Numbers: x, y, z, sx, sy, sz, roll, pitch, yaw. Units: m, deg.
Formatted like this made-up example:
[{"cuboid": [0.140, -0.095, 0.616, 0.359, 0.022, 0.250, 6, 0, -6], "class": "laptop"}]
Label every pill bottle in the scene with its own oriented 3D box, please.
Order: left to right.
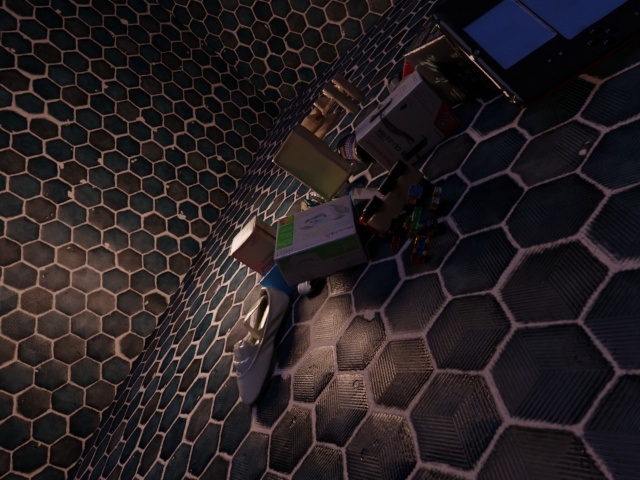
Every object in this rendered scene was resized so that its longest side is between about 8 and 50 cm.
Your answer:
[{"cuboid": [0.150, -0.372, 1.657, 0.122, 0.123, 0.219, -55, 23, -4], "class": "pill bottle"}]

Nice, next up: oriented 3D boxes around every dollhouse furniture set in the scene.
[{"cuboid": [0.025, -0.370, 1.589, 0.362, 0.257, 0.394, -47, 11, 39], "class": "dollhouse furniture set"}]

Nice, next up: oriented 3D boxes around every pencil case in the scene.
[{"cuboid": [0.134, -0.144, 1.442, 0.151, 0.070, 0.064, -95, 11, -53], "class": "pencil case"}]

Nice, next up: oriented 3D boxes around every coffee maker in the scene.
[{"cuboid": [0.351, -0.600, 1.607, 0.171, 0.120, 0.178, -40, 27, 26], "class": "coffee maker"}]

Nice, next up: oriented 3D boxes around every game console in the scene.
[{"cuboid": [0.506, -0.527, 0.971, 0.342, 0.060, 0.386, -31, 63, 5], "class": "game console"}]

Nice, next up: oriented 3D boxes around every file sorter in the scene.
[{"cuboid": [-0.125, 0.106, 1.513, 0.170, 0.118, 0.104, -48, 20, 13], "class": "file sorter"}]

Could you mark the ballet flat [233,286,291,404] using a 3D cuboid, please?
[{"cuboid": [-0.212, 0.325, 1.351, 0.139, 0.139, 0.399, -29, 33, 43], "class": "ballet flat"}]

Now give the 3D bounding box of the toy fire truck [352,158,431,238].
[{"cuboid": [0.180, -0.114, 1.253, 0.217, 0.159, 0.246, -56, 3, -18], "class": "toy fire truck"}]

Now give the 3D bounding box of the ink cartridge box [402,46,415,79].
[{"cuboid": [0.373, -0.641, 1.514, 0.231, 0.134, 0.077, -73, -11, -50], "class": "ink cartridge box"}]

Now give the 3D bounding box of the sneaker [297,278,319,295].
[{"cuboid": [-0.027, 0.118, 1.406, 0.061, 0.054, 0.152, -17, 48, 41], "class": "sneaker"}]

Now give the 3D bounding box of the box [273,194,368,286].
[{"cuboid": [0.000, 0.000, 1.308, 0.262, 0.126, 0.231, -18, 33, 12], "class": "box"}]

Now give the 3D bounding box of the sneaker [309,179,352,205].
[{"cuboid": [0.057, -0.204, 1.665, 0.229, 0.086, 0.132, 14, 64, 54], "class": "sneaker"}]

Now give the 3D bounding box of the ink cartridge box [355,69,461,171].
[{"cuboid": [0.274, -0.366, 1.326, 0.273, 0.197, 0.114, -40, 27, 29], "class": "ink cartridge box"}]

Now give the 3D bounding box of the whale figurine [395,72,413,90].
[{"cuboid": [0.324, -0.451, 1.475, 0.216, 0.141, 0.271, -107, 33, -53], "class": "whale figurine"}]

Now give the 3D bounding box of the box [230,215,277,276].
[{"cuboid": [-0.212, 0.041, 1.615, 0.149, 0.232, 0.126, -44, 25, 21], "class": "box"}]

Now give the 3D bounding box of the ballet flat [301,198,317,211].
[{"cuboid": [-0.036, -0.123, 1.751, 0.206, 0.073, 0.067, -126, 47, -68], "class": "ballet flat"}]

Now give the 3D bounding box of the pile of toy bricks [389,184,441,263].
[{"cuboid": [0.244, -0.039, 1.077, 0.105, 0.118, 0.212, 75, -150, -70], "class": "pile of toy bricks"}]

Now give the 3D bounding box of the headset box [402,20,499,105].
[{"cuboid": [0.428, -0.556, 1.246, 0.131, 0.246, 0.283, -58, 23, -9], "class": "headset box"}]
